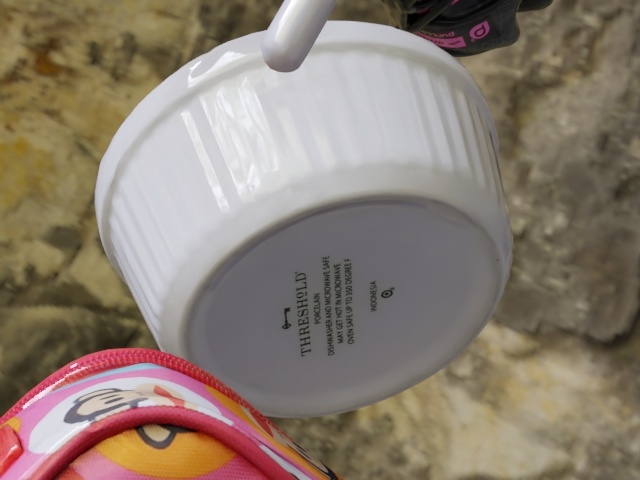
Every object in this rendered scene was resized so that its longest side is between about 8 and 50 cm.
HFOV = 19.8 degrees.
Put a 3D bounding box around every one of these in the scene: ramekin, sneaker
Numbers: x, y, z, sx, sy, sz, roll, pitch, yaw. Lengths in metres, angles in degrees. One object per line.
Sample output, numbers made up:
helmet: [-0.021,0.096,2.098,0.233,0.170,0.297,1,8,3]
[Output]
ramekin: [0.000,0.000,1.175,0.272,0.127,0.273,-12,-41,-10]
sneaker: [0.115,-0.253,1.536,0.483,0.185,0.202,-17,-73,-59]

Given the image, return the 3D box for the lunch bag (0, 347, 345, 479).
lunch bag: [-0.087,0.187,0.569,0.258,0.120,0.293,43,-93,-17]

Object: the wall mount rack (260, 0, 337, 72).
wall mount rack: [0.126,-0.142,0.775,0.350,0.130,0.304,32,-139,-13]
